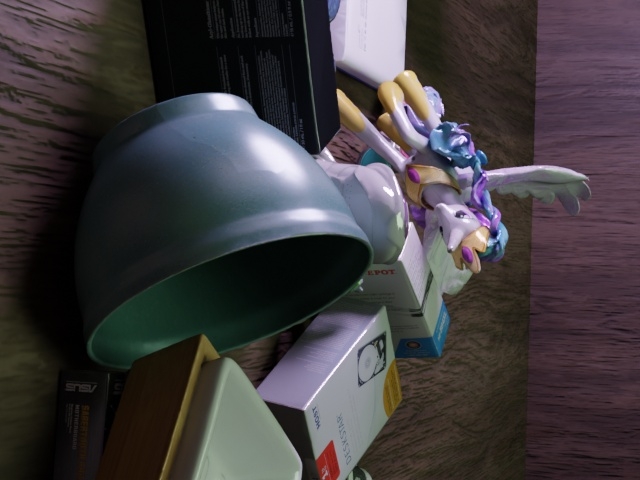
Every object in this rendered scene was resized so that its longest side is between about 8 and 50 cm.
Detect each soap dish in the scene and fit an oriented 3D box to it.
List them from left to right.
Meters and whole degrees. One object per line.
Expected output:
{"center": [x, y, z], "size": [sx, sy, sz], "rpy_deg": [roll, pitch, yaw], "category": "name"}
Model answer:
{"center": [-0.123, 0.259, 1.381], "size": [0.291, 0.118, 0.229], "rpy_deg": [65, 34, -54], "category": "soap dish"}

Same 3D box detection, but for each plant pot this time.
{"center": [-0.117, -0.021, 1.371], "size": [0.196, 0.293, 0.293], "rpy_deg": [69, 12, 20], "category": "plant pot"}

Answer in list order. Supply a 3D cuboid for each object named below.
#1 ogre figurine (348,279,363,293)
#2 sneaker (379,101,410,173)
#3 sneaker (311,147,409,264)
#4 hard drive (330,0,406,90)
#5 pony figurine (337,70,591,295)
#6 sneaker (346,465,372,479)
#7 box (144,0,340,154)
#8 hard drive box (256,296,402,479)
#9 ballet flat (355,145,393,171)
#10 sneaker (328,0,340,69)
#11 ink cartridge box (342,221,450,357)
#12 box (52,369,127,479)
{"center": [0.000, 0.000, 1.882], "size": [0.097, 0.118, 0.197], "rpy_deg": [17, 75, -81], "category": "ogre figurine"}
{"center": [0.121, -0.175, 2.317], "size": [0.063, 0.074, 0.170], "rpy_deg": [43, 42, -38], "category": "sneaker"}
{"center": [-0.014, -0.034, 1.518], "size": [0.152, 0.305, 0.114], "rpy_deg": [-11, 108, -26], "category": "sneaker"}
{"center": [0.074, -0.362, 2.209], "size": [0.318, 0.040, 0.210], "rpy_deg": [10, 82, -71], "category": "hard drive"}
{"center": [0.194, -0.081, 2.083], "size": [0.363, 0.303, 0.351], "rpy_deg": [56, 22, 23], "category": "pony figurine"}
{"center": [-0.016, 0.409, 1.972], "size": [0.121, 0.079, 0.217], "rpy_deg": [34, 72, -39], "category": "sneaker"}
{"center": [-0.088, -0.231, 1.527], "size": [0.103, 0.184, 0.261], "rpy_deg": [-56, 143, -64], "category": "box"}
{"center": [0.014, 0.219, 1.922], "size": [0.232, 0.089, 0.181], "rpy_deg": [-49, 138, -41], "category": "hard drive box"}
{"center": [0.086, -0.052, 2.241], "size": [0.074, 0.074, 0.203], "rpy_deg": [-14, 99, -70], "category": "ballet flat"}
{"center": [-0.030, -0.285, 1.881], "size": [0.087, 0.083, 0.221], "rpy_deg": [35, 52, -52], "category": "sneaker"}
{"center": [0.087, 0.074, 2.006], "size": [0.086, 0.148, 0.203], "rpy_deg": [-67, 145, -43], "category": "ink cartridge box"}
{"center": [-0.197, 0.227, 1.433], "size": [0.231, 0.056, 0.183], "rpy_deg": [20, 72, -70], "category": "box"}
